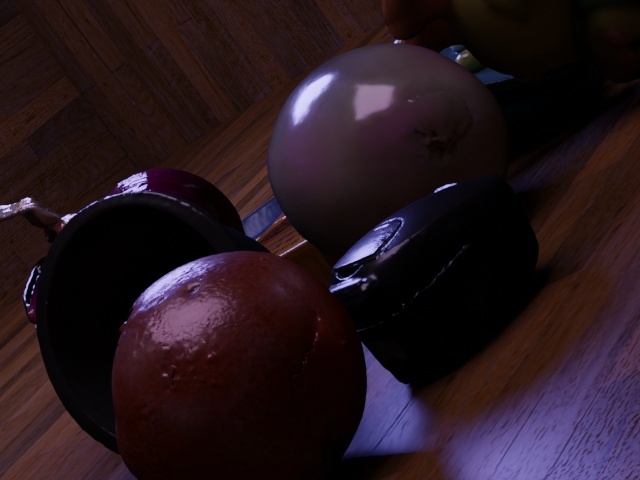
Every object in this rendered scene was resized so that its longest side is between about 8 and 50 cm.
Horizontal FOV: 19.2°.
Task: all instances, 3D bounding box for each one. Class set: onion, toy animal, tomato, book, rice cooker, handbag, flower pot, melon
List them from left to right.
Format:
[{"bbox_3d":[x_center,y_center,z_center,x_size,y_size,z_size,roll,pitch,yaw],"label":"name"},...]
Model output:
[{"bbox_3d":[-0.200,0.035,2.214,0.230,0.272,0.256,-42,40,19],"label":"onion"},{"bbox_3d":[-0.133,0.077,1.882,0.269,0.269,0.166,-32,-10,26],"label":"flower pot"},{"bbox_3d":[-0.145,0.025,2.720,0.322,0.018,0.228,-36,11,2],"label":"book"},{"bbox_3d":[-0.058,0.113,1.459,0.184,0.208,0.208,12,33,21],"label":"tomato"},{"bbox_3d":[0.065,-0.084,1.888,0.223,0.223,0.317,-39,10,-13],"label":"melon"},{"bbox_3d":[0.093,0.029,1.561,0.203,0.118,0.142,-41,11,-28],"label":"rice cooker"},{"bbox_3d":[0.183,-0.194,2.156,0.274,0.100,0.269,-16,15,17],"label":"handbag"},{"bbox_3d":[0.240,-0.264,1.923,0.338,0.191,0.216,0,-19,14],"label":"toy animal"}]

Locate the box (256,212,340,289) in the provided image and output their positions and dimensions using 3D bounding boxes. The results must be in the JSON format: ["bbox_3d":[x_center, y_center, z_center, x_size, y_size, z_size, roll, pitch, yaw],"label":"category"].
[{"bbox_3d":[0.000,0.000,2.156,0.174,0.076,0.274,-28,12,34],"label":"box"}]
